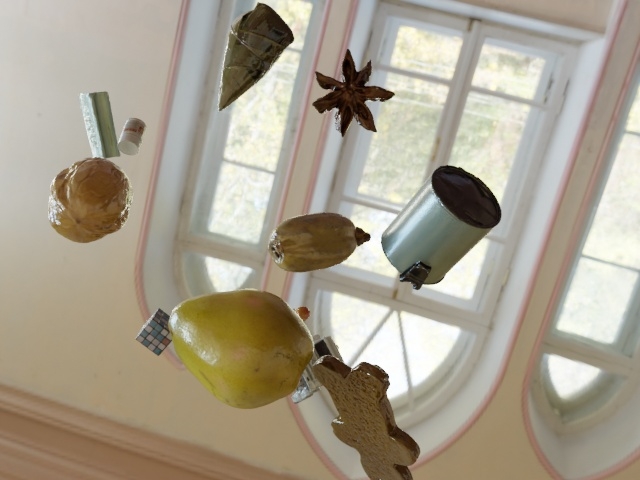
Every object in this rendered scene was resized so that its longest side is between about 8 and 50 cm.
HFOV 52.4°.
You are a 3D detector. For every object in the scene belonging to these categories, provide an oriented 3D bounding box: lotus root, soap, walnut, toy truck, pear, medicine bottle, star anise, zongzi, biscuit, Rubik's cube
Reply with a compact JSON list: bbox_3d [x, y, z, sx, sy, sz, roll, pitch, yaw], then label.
[{"bbox_3d":[0.000,0.000,1.945,0.343,0.169,0.152,-10,-174,-35],"label":"lotus root"},{"bbox_3d":[-0.666,-0.346,1.959,0.063,0.198,0.115,-17,-163,-33],"label":"soap"},{"bbox_3d":[-0.454,-0.078,1.286,0.159,0.159,0.206,13,-155,-8],"label":"walnut"},{"bbox_3d":[-0.025,0.438,2.255,0.207,0.173,0.387,-25,169,-15],"label":"toy truck"},{"bbox_3d":[-0.185,0.239,1.540,0.336,0.285,0.285,43,-163,6],"label":"pear"},{"bbox_3d":[-0.492,-0.273,1.704,0.057,0.057,0.089,13,-127,-9],"label":"medicine bottle"},{"bbox_3d":[0.075,-0.350,1.594,0.196,0.212,0.111,25,157,7],"label":"star anise"},{"bbox_3d":[-0.237,-0.512,1.871,0.154,0.317,0.289,36,179,-22],"label":"zongzi"},{"bbox_3d":[0.132,0.468,1.633,0.064,0.431,0.283,-36,-157,-35],"label":"biscuit"},{"bbox_3d":[-0.505,0.285,2.033,0.092,0.092,0.092,39,-167,-10],"label":"Rubik's cube"}]

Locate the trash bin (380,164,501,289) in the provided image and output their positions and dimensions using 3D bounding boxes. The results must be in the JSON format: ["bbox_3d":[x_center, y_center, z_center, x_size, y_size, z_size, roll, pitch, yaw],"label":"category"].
[{"bbox_3d":[0.322,-0.039,1.763,0.217,0.262,0.277,26,-136,-11],"label":"trash bin"}]

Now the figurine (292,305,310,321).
[{"bbox_3d":[-0.062,0.213,1.785,0.047,0.064,0.109,-16,164,-25],"label":"figurine"}]
